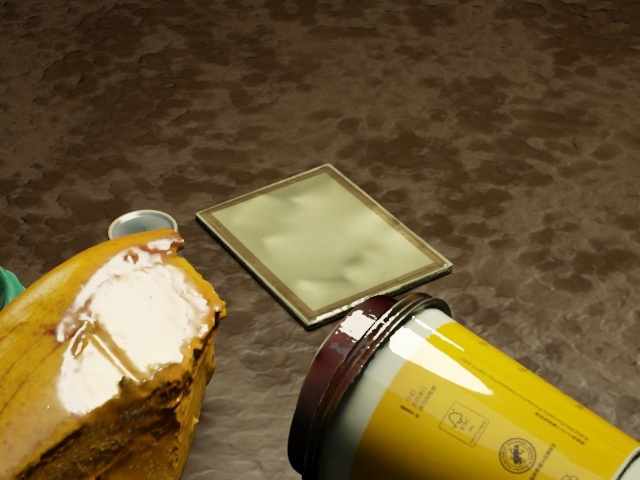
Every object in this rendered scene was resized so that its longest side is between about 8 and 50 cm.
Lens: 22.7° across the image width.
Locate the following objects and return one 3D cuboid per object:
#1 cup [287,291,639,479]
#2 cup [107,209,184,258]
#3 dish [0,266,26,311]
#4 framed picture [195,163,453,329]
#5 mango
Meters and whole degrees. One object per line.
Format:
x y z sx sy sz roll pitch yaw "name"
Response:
0.123 0.171 1.245 0.279 0.196 0.196 28 44 22 "cup"
-0.180 0.022 1.546 0.100 0.077 0.078 -9 36 -9 "cup"
-0.382 0.079 1.475 0.224 0.078 0.246 -11 37 -12 "dish"
0.000 0.000 1.624 0.173 0.010 0.231 -21 39 -24 "framed picture"
-0.203 0.145 1.306 0.199 0.201 0.350 -18 24 51 "mango"
